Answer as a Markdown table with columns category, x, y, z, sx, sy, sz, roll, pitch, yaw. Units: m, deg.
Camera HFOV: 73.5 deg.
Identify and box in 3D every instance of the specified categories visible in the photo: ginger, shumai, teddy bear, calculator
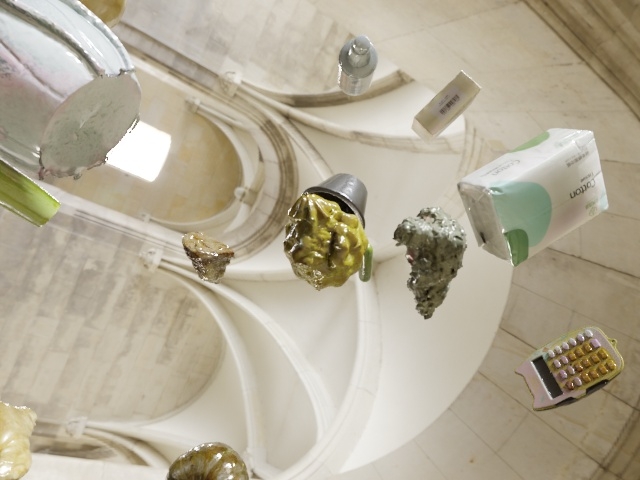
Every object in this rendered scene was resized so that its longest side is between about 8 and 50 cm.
| category | x | y | z | sx | sy | sz | roll | pitch | yaw |
| --- | --- | --- | --- | --- | --- | --- | --- | --- | --- |
| ginger | -0.447 | 0.232 | 0.484 | 0.157 | 0.217 | 0.102 | 49 | -57 | 56 |
| shumai | -0.270 | 0.037 | 1.001 | 0.105 | 0.123 | 0.139 | -63 | 177 | -13 |
| teddy bear | 0.368 | 0.087 | 1.472 | 0.225 | 0.357 | 0.366 | 20 | -67 | 22 |
| calculator | 0.579 | 0.297 | 0.998 | 0.236 | 0.033 | 0.157 | -43 | -155 | 25 |

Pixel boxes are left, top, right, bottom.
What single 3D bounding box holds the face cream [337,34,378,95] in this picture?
| category | x | y | z | sx | sy | sz | roll | pitch | yaw |
| --- | --- | --- | --- | --- | --- | --- | --- | --- | --- |
| face cream | 0.094 | -0.451 | 1.084 | 0.251 | 0.101 | 0.101 | -66 | 180 | -88 |

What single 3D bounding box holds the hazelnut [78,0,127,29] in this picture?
| category | x | y | z | sx | sy | sz | roll | pitch | yaw |
| --- | --- | --- | --- | --- | --- | --- | --- | --- | --- |
| hazelnut | -0.445 | -0.482 | 0.702 | 0.240 | 0.261 | 0.261 | -59 | -155 | -12 |

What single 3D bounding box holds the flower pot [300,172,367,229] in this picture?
| category | x | y | z | sx | sy | sz | roll | pitch | yaw |
| --- | --- | --- | --- | --- | --- | --- | --- | --- | --- |
| flower pot | 0.077 | -0.146 | 1.620 | 0.269 | 0.269 | 0.166 | -21 | -151 | 55 |

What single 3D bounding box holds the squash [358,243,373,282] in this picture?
| category | x | y | z | sx | sy | sz | roll | pitch | yaw |
| --- | --- | --- | --- | --- | --- | --- | --- | --- | --- |
| squash | 0.194 | 0.097 | 1.852 | 0.228 | 0.066 | 0.066 | 86 | -2 | -45 |

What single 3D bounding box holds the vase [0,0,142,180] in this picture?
| category | x | y | z | sx | sy | sz | roll | pitch | yaw |
| --- | --- | --- | --- | --- | --- | --- | --- | --- | --- |
| vase | -0.487 | -0.304 | 0.608 | 0.250 | 0.445 | 0.250 | -49 | -177 | 3 |

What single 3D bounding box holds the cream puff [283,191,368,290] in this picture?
| category | x | y | z | sx | sy | sz | roll | pitch | yaw |
| --- | --- | --- | --- | --- | --- | --- | --- | --- | --- |
| cream puff | 0.000 | 0.000 | 0.671 | 0.147 | 0.116 | 0.146 | -5 | -106 | 18 |

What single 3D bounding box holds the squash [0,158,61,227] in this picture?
| category | x | y | z | sx | sy | sz | roll | pitch | yaw |
| --- | --- | --- | --- | --- | --- | --- | --- | --- | --- |
| squash | -0.566 | -0.113 | 0.709 | 0.083 | 0.250 | 0.083 | -18 | -130 | 23 |

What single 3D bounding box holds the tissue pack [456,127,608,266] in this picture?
| category | x | y | z | sx | sy | sz | roll | pitch | yaw |
| --- | --- | --- | --- | --- | --- | --- | --- | --- | --- |
| tissue pack | 0.614 | -0.130 | 1.247 | 0.357 | 0.265 | 0.194 | -30 | -157 | -6 |

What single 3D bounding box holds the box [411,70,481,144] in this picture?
| category | x | y | z | sx | sy | sz | roll | pitch | yaw |
| --- | --- | --- | --- | --- | --- | --- | --- | --- | --- |
| box | 0.416 | -0.441 | 1.444 | 0.212 | 0.095 | 0.168 | -44 | 173 | 7 |

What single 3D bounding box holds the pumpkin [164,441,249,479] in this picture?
| category | x | y | z | sx | sy | sz | roll | pitch | yaw |
| --- | --- | --- | --- | --- | --- | --- | --- | --- | --- |
| pumpkin | -0.269 | 0.576 | 0.980 | 0.219 | 0.162 | 0.218 | -8 | -111 | 21 |
